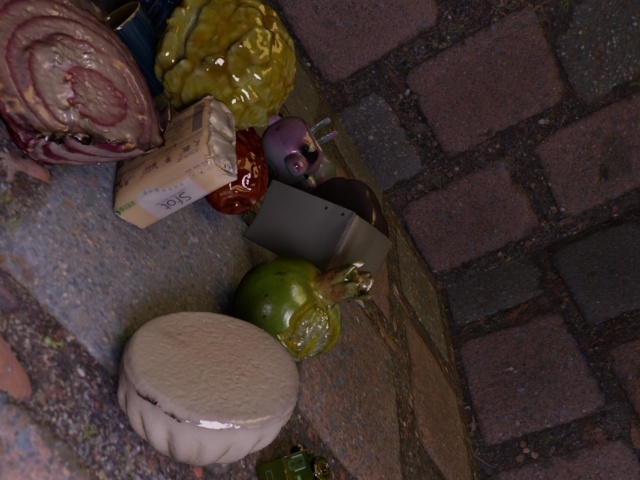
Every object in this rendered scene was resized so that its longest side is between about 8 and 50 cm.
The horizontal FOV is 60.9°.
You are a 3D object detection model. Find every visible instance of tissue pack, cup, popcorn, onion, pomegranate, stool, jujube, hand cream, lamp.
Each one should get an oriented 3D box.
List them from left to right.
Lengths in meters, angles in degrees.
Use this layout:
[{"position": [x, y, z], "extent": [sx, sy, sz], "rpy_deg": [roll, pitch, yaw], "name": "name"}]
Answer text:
[{"position": [-0.396, -0.238, 0.828], "extent": [0.314, 0.146, 0.280], "rpy_deg": [-12, 77, -63], "name": "onion"}, {"position": [-0.385, -0.393, 1.133], "extent": [0.155, 0.131, 0.176], "rpy_deg": [55, -5, -39], "name": "cup"}, {"position": [-0.254, -0.140, 0.964], "extent": [0.090, 0.222, 0.186], "rpy_deg": [47, 25, -47], "name": "tissue pack"}, {"position": [-0.189, -0.347, 1.075], "extent": [0.247, 0.282, 0.282], "rpy_deg": [122, -53, -71], "name": "popcorn"}, {"position": [-0.207, -0.178, 1.225], "extent": [0.174, 0.174, 0.251], "rpy_deg": [40, 32, -51], "name": "jujube"}, {"position": [-0.156, -0.049, 1.413], "extent": [0.163, 0.039, 0.062], "rpy_deg": [36, 34, -44], "name": "hand cream"}, {"position": [-0.033, 0.122, 1.096], "extent": [0.236, 0.301, 0.236], "rpy_deg": [42, 27, -27], "name": "pomegranate"}, {"position": [-0.045, -0.259, 1.664], "extent": [0.301, 0.247, 0.247], "rpy_deg": [40, 25, -60], "name": "lamp"}, {"position": [0.000, 0.000, 1.354], "extent": [0.269, 0.170, 0.243], "rpy_deg": [25, -4, 33], "name": "stool"}]

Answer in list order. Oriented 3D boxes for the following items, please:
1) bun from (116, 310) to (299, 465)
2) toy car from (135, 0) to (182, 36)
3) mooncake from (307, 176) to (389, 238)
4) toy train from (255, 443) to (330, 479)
[{"position": [-0.173, 0.238, 0.797], "extent": [0.263, 0.175, 0.263], "rpy_deg": [18, 22, -8], "name": "bun"}, {"position": [-0.375, -0.602, 1.330], "extent": [0.166, 0.198, 0.314], "rpy_deg": [25, 41, -37], "name": "toy car"}, {"position": [0.058, -0.022, 1.576], "extent": [0.154, 0.306, 0.306], "rpy_deg": [38, 31, -52], "name": "mooncake"}, {"position": [-0.028, 0.485, 0.970], "extent": [0.137, 0.090, 0.226], "rpy_deg": [15, 51, -57], "name": "toy train"}]
